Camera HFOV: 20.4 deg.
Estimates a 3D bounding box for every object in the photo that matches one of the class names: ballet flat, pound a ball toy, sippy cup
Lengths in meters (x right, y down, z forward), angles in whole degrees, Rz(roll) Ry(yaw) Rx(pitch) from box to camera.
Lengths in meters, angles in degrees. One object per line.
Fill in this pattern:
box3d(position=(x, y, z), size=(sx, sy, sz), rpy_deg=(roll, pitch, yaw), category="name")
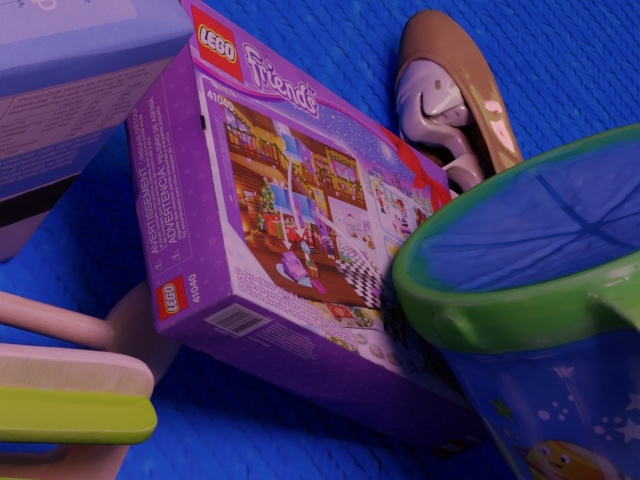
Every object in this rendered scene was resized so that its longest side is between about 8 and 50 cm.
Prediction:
box3d(position=(0.098, -0.064, 1.240), size=(0.073, 0.080, 0.232), rpy_deg=(-8, 64, -41), category="ballet flat")
box3d(position=(-0.192, 0.113, 0.868), size=(0.319, 0.135, 0.208), rpy_deg=(7, 30, -34), category="pound a ball toy")
box3d(position=(0.187, 0.074, 1.032), size=(0.305, 0.240, 0.224), rpy_deg=(-47, 119, -54), category="sippy cup")

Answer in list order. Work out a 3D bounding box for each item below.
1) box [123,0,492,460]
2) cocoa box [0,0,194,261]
box3d(position=(0.000, 0.000, 1.057), size=(0.293, 0.057, 0.201), rpy_deg=(30, 40, -49), category="box")
box3d(position=(-0.277, -0.162, 0.908), size=(0.231, 0.228, 0.347), rpy_deg=(-20, 73, -45), category="cocoa box")
